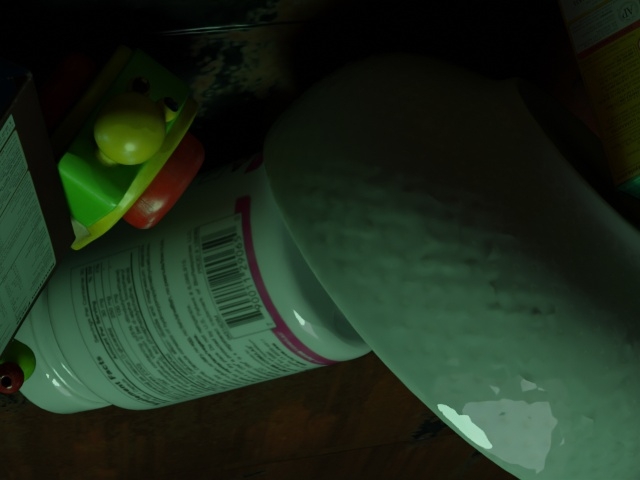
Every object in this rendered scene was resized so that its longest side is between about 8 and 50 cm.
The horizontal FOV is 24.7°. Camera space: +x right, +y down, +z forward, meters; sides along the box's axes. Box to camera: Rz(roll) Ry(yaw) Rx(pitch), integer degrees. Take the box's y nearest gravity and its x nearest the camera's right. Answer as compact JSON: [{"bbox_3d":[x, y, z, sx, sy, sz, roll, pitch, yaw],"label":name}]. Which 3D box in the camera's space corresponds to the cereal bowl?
[{"bbox_3d":[0.132,-0.001,0.951,0.141,0.339,0.339,-44,145,19],"label":"cereal bowl"}]

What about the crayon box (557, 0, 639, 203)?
[{"bbox_3d":[0.287,-0.149,0.871,0.278,0.165,0.081,-28,152,32],"label":"crayon box"}]

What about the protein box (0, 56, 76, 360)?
[{"bbox_3d":[-0.263,-0.029,0.808,0.199,0.136,0.201,24,156,8],"label":"protein box"}]

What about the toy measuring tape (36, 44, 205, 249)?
[{"bbox_3d":[-0.154,-0.056,0.974,0.121,0.121,0.330,-2,173,-22],"label":"toy measuring tape"}]

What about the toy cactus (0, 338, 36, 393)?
[{"bbox_3d":[-0.284,0.033,1.035,0.219,0.112,0.180,25,-167,4],"label":"toy cactus"}]

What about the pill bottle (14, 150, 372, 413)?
[{"bbox_3d":[-0.099,0.037,1.088,0.283,0.160,0.160,-17,157,32],"label":"pill bottle"}]
